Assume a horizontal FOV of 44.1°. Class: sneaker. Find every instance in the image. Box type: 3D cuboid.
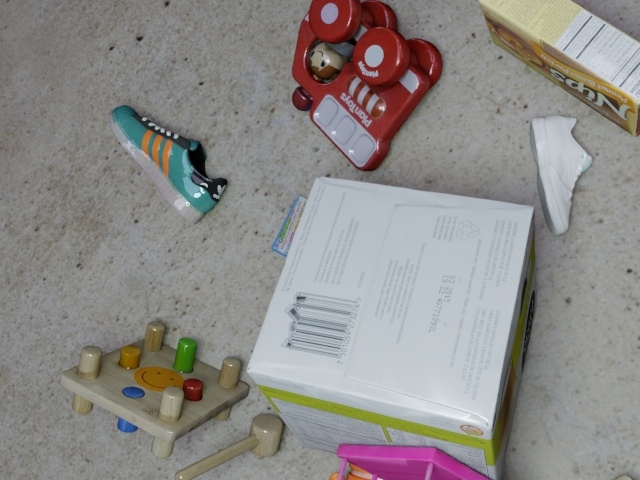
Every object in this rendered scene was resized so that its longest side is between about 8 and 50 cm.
[{"bbox_3d":[-0.304,-0.180,1.604,0.121,0.108,0.302,-43,78,8],"label":"sneaker"},{"bbox_3d":[0.417,-0.116,1.346,0.094,0.080,0.212,-6,77,7],"label":"sneaker"}]

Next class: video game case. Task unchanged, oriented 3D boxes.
[{"bbox_3d":[0.000,0.000,1.505,0.166,0.015,0.119,28,91,22],"label":"video game case"}]

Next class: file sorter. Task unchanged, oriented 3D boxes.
[{"bbox_3d":[0.169,0.441,1.161,0.202,0.291,0.182,-16,47,50],"label":"file sorter"}]

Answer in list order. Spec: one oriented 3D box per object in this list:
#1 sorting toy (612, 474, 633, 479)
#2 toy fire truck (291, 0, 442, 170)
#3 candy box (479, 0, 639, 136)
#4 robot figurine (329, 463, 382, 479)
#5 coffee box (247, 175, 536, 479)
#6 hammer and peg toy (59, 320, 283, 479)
[{"bbox_3d":[0.440,0.474,1.165,0.348,0.047,0.196,-33,61,-1],"label":"sorting toy"},{"bbox_3d":[0.057,-0.311,1.473,0.302,0.169,0.254,47,117,21],"label":"toy fire truck"},{"bbox_3d":[0.423,-0.314,1.316,0.316,0.183,0.087,40,96,21],"label":"candy box"},{"bbox_3d":[0.102,0.435,1.331,0.158,0.128,0.219,3,81,27],"label":"robot figurine"},{"bbox_3d":[0.136,0.149,1.212,0.338,0.334,0.337,9,61,21],"label":"coffee box"},{"bbox_3d":[-0.252,0.280,1.417,0.361,0.266,0.127,21,107,23],"label":"hammer and peg toy"}]
